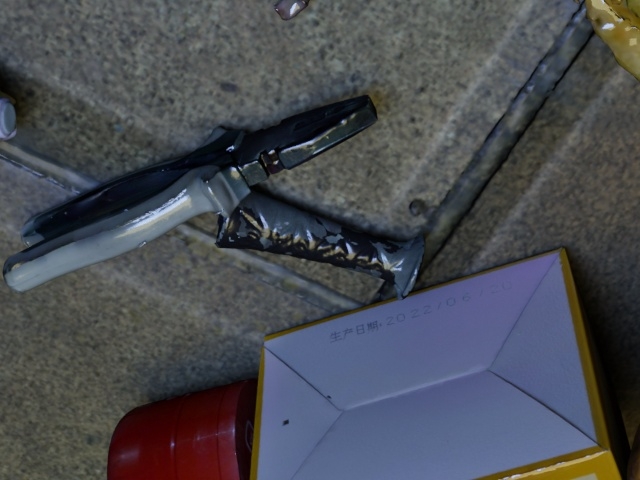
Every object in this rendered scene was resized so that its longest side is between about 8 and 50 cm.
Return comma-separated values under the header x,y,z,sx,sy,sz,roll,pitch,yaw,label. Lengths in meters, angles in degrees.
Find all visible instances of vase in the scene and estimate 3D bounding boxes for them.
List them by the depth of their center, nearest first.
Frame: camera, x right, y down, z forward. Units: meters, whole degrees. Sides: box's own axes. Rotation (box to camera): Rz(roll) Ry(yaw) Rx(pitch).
x,y,z,sx,sy,sz,roll,pitch,yaw,label
0.000,0.000,1.089,0.167,0.059,0.059,16,122,-9,vase

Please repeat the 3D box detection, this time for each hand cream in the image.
x,y,z,sx,sy,sz,roll,pitch,yaw,label
-0.091,0.222,1.157,0.125,0.193,0.193,-15,121,13,hand cream

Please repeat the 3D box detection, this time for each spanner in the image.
x,y,z,sx,sy,sz,roll,pitch,yaw,label
-0.105,-0.042,1.043,0.325,0.095,0.040,-22,120,16,spanner

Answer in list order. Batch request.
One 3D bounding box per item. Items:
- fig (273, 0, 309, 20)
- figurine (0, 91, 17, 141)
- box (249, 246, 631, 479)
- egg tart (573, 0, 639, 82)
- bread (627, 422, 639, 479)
x,y,z,sx,sy,sz,roll,pitch,yaw,label
0.014,-0.244,0.890,0.149,0.148,0.202,18,170,30,fig
-0.295,-0.122,0.981,0.128,0.184,0.208,-3,86,11,figurine
0.109,0.192,1.091,0.283,0.259,0.214,-18,123,13,box
0.371,-0.235,0.856,0.443,0.178,0.443,1,121,2,egg tart
0.372,0.173,1.028,0.143,0.333,0.323,-2,127,39,bread
